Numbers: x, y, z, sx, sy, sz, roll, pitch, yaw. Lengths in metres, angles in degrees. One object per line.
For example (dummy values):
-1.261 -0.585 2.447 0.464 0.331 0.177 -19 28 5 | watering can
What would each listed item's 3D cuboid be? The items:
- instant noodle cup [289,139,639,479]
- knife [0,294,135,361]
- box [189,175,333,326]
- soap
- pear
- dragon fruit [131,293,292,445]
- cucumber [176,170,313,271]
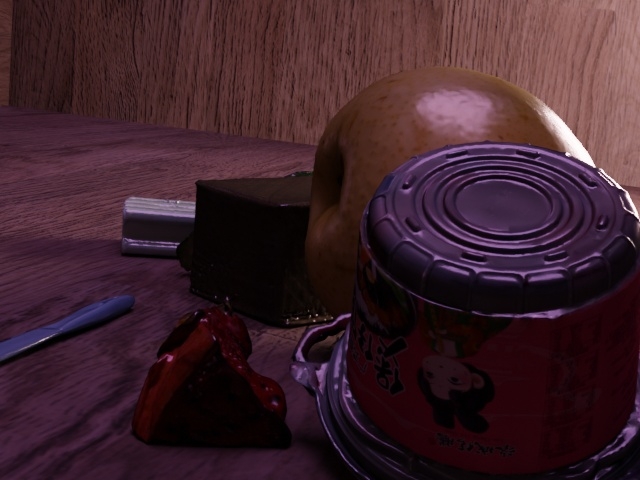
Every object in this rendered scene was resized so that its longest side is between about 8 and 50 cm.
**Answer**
0.122 0.045 0.695 0.302 0.181 0.258 4 36 9 | instant noodle cup
-0.266 0.088 0.945 0.044 0.019 0.313 1 9 19 | knife
0.000 0.002 1.203 0.273 0.143 0.184 -6 16 -42 | box
-0.179 -0.017 1.402 0.198 0.066 0.119 4 10 -11 | soap
0.133 -0.020 0.985 0.309 0.309 0.309 6 11 -1 | pear
-0.075 0.093 0.814 0.122 0.092 0.192 6 11 2 | dragon fruit
-0.074 -0.034 1.322 0.077 0.077 0.265 14 36 37 | cucumber
